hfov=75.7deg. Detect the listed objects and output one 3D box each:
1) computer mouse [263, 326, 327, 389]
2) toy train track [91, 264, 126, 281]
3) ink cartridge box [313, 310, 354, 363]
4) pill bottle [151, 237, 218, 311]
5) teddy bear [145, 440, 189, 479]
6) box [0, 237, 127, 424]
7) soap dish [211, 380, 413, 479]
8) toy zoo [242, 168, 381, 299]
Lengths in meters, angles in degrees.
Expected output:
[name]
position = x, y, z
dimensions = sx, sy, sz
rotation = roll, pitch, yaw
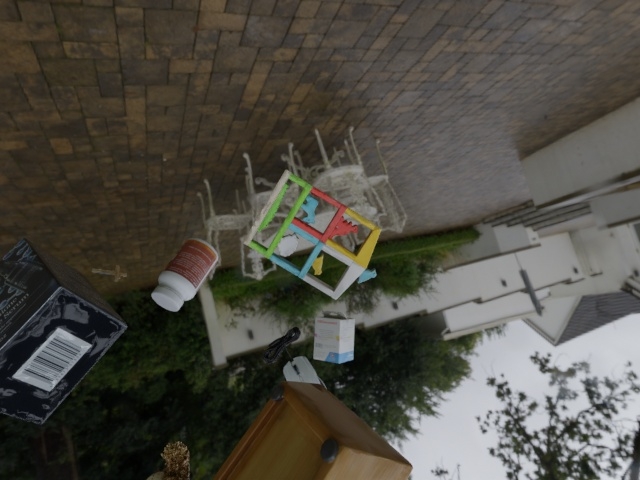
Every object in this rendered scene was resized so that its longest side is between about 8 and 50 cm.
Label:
[computer mouse]
position = -0.045, 0.304, 0.939
dimensions = 0.106, 0.193, 0.042
rotation = -34, 177, -3
[toy train track]
position = -0.552, 0.086, 1.075
dimensions = 0.083, 0.048, 0.014
rotation = 14, 141, -34
[ink cartridge box]
position = 0.043, 0.284, 1.234
dimensions = 0.092, 0.143, 0.089
rotation = 0, 173, 35
[pill bottle]
position = -0.417, 0.104, 1.266
dimensions = 0.121, 0.121, 0.216
rotation = -22, -149, 43
[teddy bear]
position = -0.360, 0.615, 0.957
dimensions = 0.112, 0.246, 0.338
rotation = 2, -173, -19
[box]
position = -0.749, 0.213, 1.070
dimensions = 0.395, 0.294, 0.212
rotation = 22, 157, 42
[soap dish]
position = -0.049, 0.336, 0.514
dimensions = 0.291, 0.118, 0.228
rotation = -53, -155, -12
[toy zoo]
position = 0.000, 0.000, 0.920
dimensions = 0.193, 0.293, 0.030
rotation = -59, -176, 8
